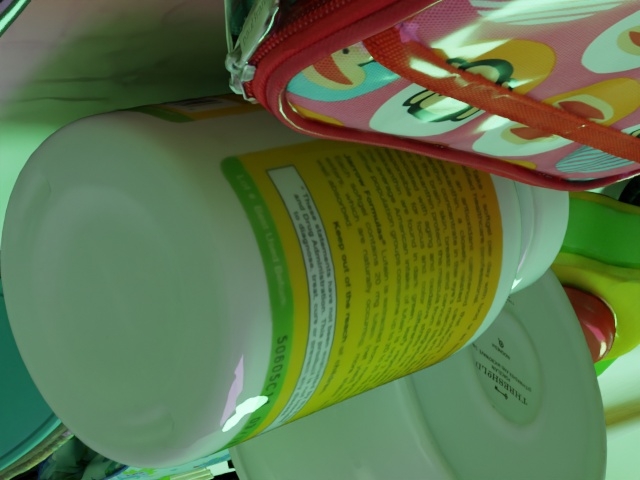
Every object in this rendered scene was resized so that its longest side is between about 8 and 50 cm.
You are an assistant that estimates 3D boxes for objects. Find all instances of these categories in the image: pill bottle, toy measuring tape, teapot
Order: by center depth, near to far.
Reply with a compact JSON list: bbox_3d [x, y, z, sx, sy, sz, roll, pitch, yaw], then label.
[{"bbox_3d":[0.000,0.000,0.639,0.246,0.136,0.136,-15,165,-48],"label":"pill bottle"},{"bbox_3d":[0.028,0.096,0.855,0.187,0.256,0.252,-23,-177,34],"label":"teapot"},{"bbox_3d":[0.187,-0.008,0.944,0.121,0.121,0.330,-13,154,-27],"label":"toy measuring tape"}]

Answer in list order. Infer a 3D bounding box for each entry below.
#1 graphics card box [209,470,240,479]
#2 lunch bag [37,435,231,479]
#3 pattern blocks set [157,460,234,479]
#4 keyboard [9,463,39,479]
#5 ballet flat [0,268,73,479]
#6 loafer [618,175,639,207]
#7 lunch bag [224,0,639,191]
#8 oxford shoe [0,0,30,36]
[{"bbox_3d":[-0.164,0.271,1.290,0.233,0.094,0.371,-18,174,25],"label":"graphics card box"},{"bbox_3d":[-0.101,0.111,0.965,0.129,0.096,0.151,-7,149,-40],"label":"lunch bag"},{"bbox_3d":[-0.189,0.209,1.222,0.325,0.026,0.285,-12,173,-27],"label":"pattern blocks set"},{"bbox_3d":[-0.241,0.153,1.044,0.317,0.033,0.201,-9,158,-34],"label":"keyboard"},{"bbox_3d":[-0.240,0.088,0.720,0.349,0.123,0.123,-27,163,16],"label":"ballet flat"},{"bbox_3d":[0.250,-0.024,1.045,0.078,0.080,0.220,-50,176,-27],"label":"loafer"},{"bbox_3d":[0.097,-0.104,0.504,0.258,0.120,0.293,-26,163,29],"label":"lunch bag"},{"bbox_3d":[-0.162,-0.060,0.364,0.227,0.082,0.096,-25,159,8],"label":"oxford shoe"}]
